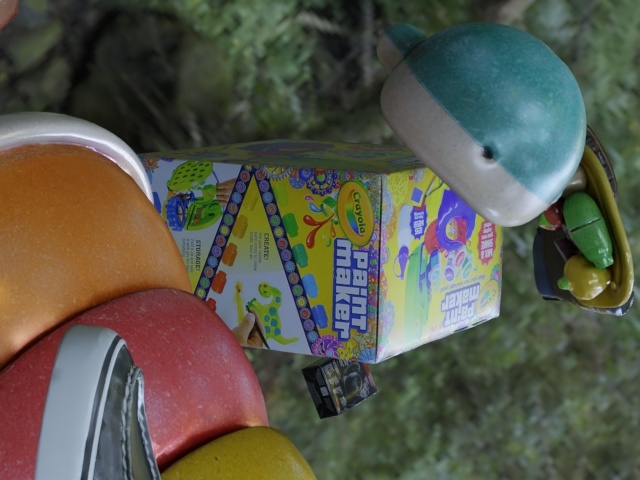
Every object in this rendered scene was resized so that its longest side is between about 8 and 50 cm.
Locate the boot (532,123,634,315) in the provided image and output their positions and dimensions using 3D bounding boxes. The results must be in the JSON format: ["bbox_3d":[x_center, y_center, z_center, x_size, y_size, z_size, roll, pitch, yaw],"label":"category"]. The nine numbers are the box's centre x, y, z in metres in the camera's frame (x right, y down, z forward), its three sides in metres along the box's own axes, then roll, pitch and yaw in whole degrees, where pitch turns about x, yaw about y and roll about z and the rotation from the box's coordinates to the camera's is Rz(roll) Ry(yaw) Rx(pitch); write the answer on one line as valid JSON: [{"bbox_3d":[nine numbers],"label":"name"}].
[{"bbox_3d":[0.266,-0.022,1.818,0.106,0.219,0.082,1,-160,45],"label":"boot"}]

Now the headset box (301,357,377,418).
[{"bbox_3d":[0.025,0.157,1.890,0.032,0.062,0.083,-17,-174,42],"label":"headset box"}]

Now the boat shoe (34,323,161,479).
[{"bbox_3d":[-0.071,0.140,0.667,0.070,0.219,0.078,0,-168,6],"label":"boat shoe"}]

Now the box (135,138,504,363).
[{"bbox_3d":[0.000,0.000,1.655,0.290,0.279,0.177,-13,107,-61],"label":"box"}]

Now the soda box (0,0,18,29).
[{"bbox_3d":[-0.367,-0.170,1.433,0.263,0.083,0.092,-51,169,-36],"label":"soda box"}]

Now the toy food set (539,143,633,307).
[{"bbox_3d":[0.243,-0.029,1.691,0.071,0.217,0.128,-16,175,-15],"label":"toy food set"}]

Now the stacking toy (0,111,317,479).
[{"bbox_3d":[-0.110,0.177,1.011,0.351,0.480,0.350,-38,151,-25],"label":"stacking toy"}]

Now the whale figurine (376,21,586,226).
[{"bbox_3d":[0.147,-0.124,1.449,0.141,0.216,0.272,-45,-169,14],"label":"whale figurine"}]
